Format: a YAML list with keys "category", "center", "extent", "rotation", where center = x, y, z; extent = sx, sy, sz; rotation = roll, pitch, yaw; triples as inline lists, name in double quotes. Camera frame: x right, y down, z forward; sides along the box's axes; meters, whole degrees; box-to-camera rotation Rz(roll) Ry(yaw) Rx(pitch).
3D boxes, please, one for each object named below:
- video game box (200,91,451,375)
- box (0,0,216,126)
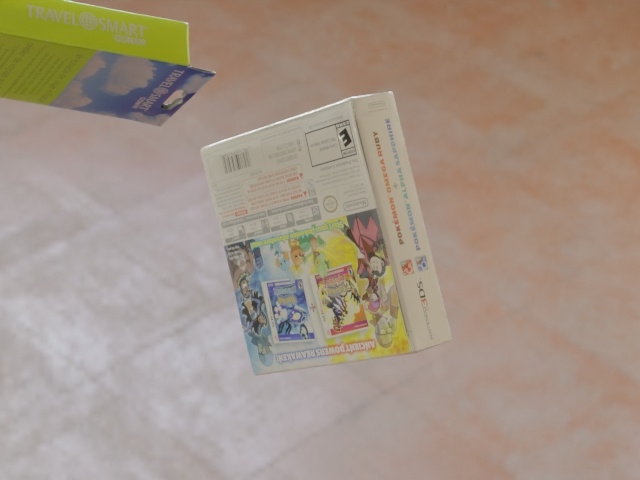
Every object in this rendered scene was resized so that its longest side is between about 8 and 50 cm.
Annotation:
- category: "video game box"
  center: [0.000, 0.000, 1.350]
  extent: [0.048, 0.187, 0.205]
  rotation: [-11, -1, -37]
- category: "box"
  center: [-0.179, -0.133, 1.322]
  extent: [0.178, 0.109, 0.042]
  rotation: [8, 68, -27]
